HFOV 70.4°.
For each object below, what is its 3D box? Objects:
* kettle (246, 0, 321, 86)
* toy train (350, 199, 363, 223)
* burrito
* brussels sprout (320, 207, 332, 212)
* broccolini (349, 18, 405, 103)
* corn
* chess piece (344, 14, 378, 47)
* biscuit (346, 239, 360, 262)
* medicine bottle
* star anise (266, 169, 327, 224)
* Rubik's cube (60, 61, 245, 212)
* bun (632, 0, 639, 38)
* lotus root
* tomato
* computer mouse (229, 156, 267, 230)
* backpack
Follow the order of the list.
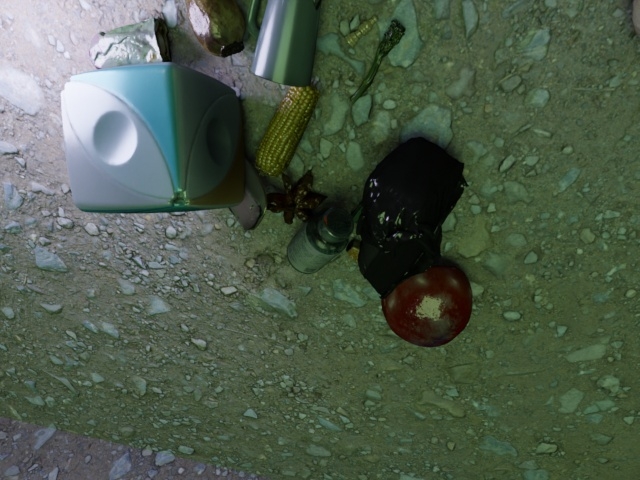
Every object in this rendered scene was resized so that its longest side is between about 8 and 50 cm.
[{"bbox_3d":[-0.097,-0.542,1.147,0.210,0.159,0.243,30,122,25],"label":"kettle"},{"bbox_3d":[0.135,-0.088,1.462,0.056,0.038,0.093,28,125,-16],"label":"toy train"},{"bbox_3d":[-0.527,-0.526,1.247,0.228,0.089,0.144,-7,94,11],"label":"burrito"},{"bbox_3d":[0.037,-0.075,1.475,0.085,0.058,0.085,15,153,8],"label":"brussels sprout"},{"bbox_3d":[0.145,-0.465,1.199,0.054,0.051,0.239,58,135,25],"label":"broccolini"},{"bbox_3d":[-0.102,-0.311,1.308,0.115,0.115,0.318,26,124,-7],"label":"corn"},{"bbox_3d":[0.108,-0.537,1.158,0.092,0.035,0.035,-34,112,25],"label":"chess piece"},{"bbox_3d":[0.172,0.068,1.550,0.188,0.056,0.052,37,122,-13],"label":"biscuit"},{"bbox_3d":[0.000,0.000,1.422,0.141,0.142,0.293,30,151,-9],"label":"medicine bottle"},{"bbox_3d":[-0.083,-0.118,1.446,0.212,0.111,0.196,-26,144,-3],"label":"star anise"},{"bbox_3d":[-0.423,-0.249,1.211,0.351,0.347,0.353,1,94,17],"label":"Rubik's cube"},{"bbox_3d":[0.838,-0.515,0.907,0.364,0.219,0.366,3,125,5],"label":"bun"},{"bbox_3d":[-0.272,-0.574,1.154,0.138,0.138,0.214,-18,118,22],"label":"lotus root"},{"bbox_3d":[0.354,0.245,1.513,0.289,0.176,0.335,19,129,-24],"label":"tomato"},{"bbox_3d":[-0.262,-0.176,1.401,0.310,0.071,0.158,54,133,15],"label":"computer mouse"},{"bbox_3d":[0.243,-0.042,1.305,0.254,0.363,0.446,32,141,18],"label":"backpack"}]
